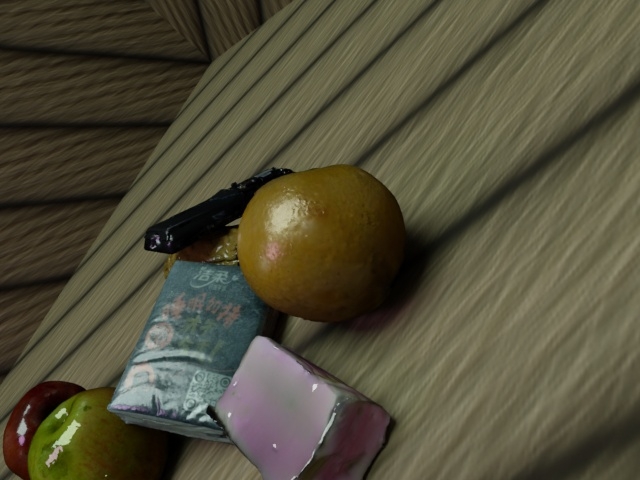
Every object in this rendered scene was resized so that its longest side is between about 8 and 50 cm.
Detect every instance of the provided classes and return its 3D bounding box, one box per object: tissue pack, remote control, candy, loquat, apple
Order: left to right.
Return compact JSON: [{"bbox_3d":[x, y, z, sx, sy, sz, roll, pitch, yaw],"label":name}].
[{"bbox_3d":[-0.627,0.458,1.228,0.234,0.234,0.234,-35,34,27],"label":"apple"},{"bbox_3d":[-0.418,0.396,0.986,0.246,0.226,0.246,-34,32,25],"label":"apple"},{"bbox_3d":[-0.211,0.189,0.953,0.228,0.103,0.315,7,54,12],"label":"tissue pack"},{"bbox_3d":[-0.215,-0.082,1.194,0.144,0.062,0.399,3,28,43],"label":"remote control"},{"bbox_3d":[-0.039,0.246,0.732,0.155,0.116,0.265,-58,30,-12],"label":"candy"},{"bbox_3d":[0.000,0.000,0.807,0.263,0.263,0.263,-35,34,27],"label":"loquat"}]

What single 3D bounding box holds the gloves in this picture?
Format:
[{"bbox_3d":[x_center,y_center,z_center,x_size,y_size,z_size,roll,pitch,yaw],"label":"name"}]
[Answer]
[{"bbox_3d":[-0.259,0.051,1.213,0.356,0.155,0.203,-28,33,41],"label":"gloves"}]
